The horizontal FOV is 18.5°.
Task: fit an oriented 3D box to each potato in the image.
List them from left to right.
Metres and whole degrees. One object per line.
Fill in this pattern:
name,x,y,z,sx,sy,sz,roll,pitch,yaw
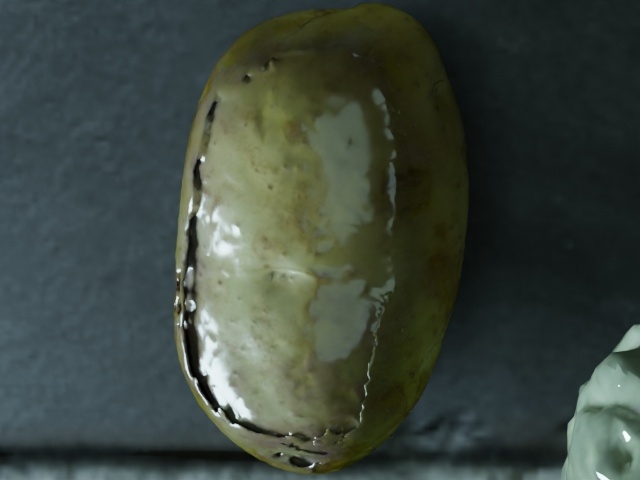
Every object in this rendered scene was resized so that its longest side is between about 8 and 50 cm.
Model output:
potato,0.000,0.000,0.706,0.107,0.080,0.171,4,101,17

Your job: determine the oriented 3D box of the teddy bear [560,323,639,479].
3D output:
teddy bear,0.112,0.282,0.592,0.362,0.375,0.327,-46,44,-2
